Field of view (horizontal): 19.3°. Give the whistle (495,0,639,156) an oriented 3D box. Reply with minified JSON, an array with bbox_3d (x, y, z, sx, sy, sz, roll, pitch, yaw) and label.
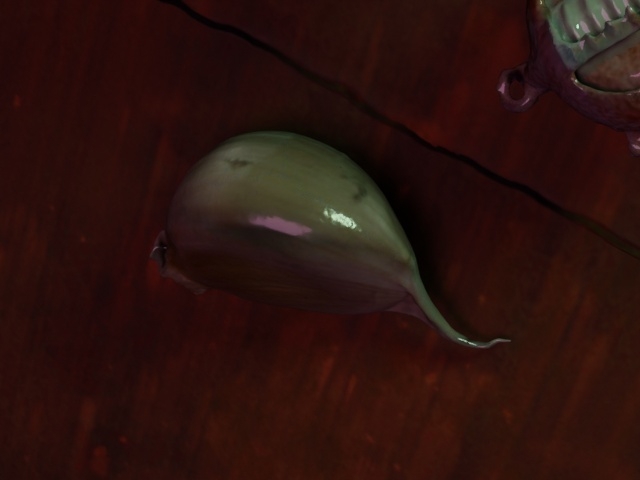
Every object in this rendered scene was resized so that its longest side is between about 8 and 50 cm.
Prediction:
[{"bbox_3d":[0.244,-0.162,1.092,0.346,0.134,0.142,-30,58,29],"label":"whistle"}]

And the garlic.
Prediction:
[{"bbox_3d":[0.002,0.001,1.333,0.266,0.148,0.128,19,84,28],"label":"garlic"}]
